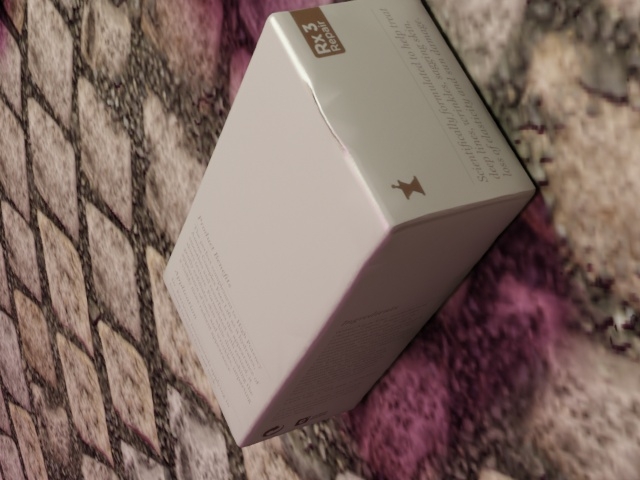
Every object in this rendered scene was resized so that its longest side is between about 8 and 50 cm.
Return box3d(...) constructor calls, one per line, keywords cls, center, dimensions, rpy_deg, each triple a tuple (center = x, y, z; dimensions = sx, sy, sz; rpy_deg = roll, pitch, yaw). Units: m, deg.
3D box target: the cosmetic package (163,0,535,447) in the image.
box3d(cls="cosmetic package", center=(0.000, 0.000, 0.570), dimensions=(0.117, 0.086, 0.231), rpy_deg=(63, 148, 20))
